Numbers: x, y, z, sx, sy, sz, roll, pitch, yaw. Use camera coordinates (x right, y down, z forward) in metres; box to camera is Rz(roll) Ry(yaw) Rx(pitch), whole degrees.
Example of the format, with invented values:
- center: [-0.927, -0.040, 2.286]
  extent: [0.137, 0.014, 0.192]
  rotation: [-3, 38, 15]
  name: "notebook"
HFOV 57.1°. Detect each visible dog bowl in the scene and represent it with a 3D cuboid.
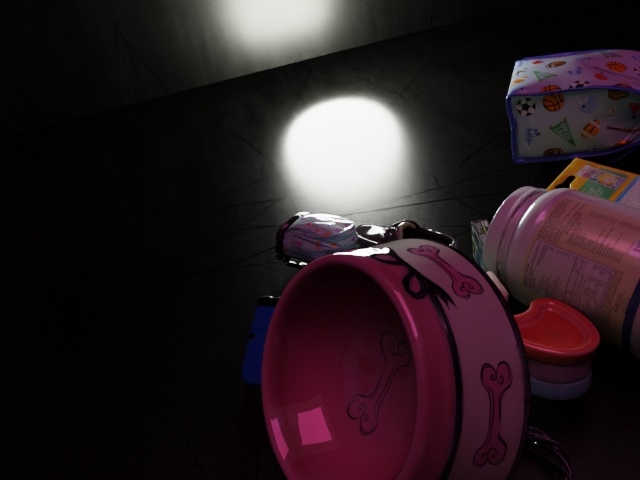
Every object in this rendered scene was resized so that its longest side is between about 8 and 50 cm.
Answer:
- center: [0.067, 0.191, 0.803]
  extent: [0.150, 0.407, 0.408]
  rotation: [7, 20, -38]
  name: "dog bowl"

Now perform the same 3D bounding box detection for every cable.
- center: [0.275, 0.334, 0.861]
  extent: [0.185, 0.047, 0.150]
  rotation: [18, 45, 36]
  name: "cable"

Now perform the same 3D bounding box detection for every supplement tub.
- center: [0.483, 0.042, 1.046]
  extent: [0.235, 0.235, 0.325]
  rotation: [-33, 39, -27]
  name: "supplement tub"

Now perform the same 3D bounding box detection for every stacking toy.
- center: [0.263, 0.187, 0.959]
  extent: [0.309, 0.130, 0.279]
  rotation: [-13, 28, -22]
  name: "stacking toy"

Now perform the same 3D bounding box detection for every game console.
- center: [0.028, 0.178, 1.129]
  extent: [0.293, 0.173, 0.250]
  rotation: [-4, 65, 35]
  name: "game console"

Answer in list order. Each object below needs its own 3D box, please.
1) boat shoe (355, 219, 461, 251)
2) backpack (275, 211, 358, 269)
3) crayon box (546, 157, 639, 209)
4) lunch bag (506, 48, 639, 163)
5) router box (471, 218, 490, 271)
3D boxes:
- center: [0.192, -0.001, 1.324]
  extent: [0.285, 0.092, 0.103]
  rotation: [21, 46, 38]
  name: "boat shoe"
- center: [0.000, 0.000, 1.366]
  extent: [0.182, 0.115, 0.152]
  rotation: [18, 42, 32]
  name: "backpack"
- center: [0.630, -0.045, 1.229]
  extent: [0.203, 0.083, 0.323]
  rotation: [-42, 44, -18]
  name: "crayon box"
- center: [0.713, -0.363, 1.562]
  extent: [0.386, 0.238, 0.328]
  rotation: [-4, 33, 24]
  name: "lunch bag"
- center: [0.350, 0.027, 1.237]
  extent: [0.038, 0.092, 0.122]
  rotation: [-9, 34, 4]
  name: "router box"
